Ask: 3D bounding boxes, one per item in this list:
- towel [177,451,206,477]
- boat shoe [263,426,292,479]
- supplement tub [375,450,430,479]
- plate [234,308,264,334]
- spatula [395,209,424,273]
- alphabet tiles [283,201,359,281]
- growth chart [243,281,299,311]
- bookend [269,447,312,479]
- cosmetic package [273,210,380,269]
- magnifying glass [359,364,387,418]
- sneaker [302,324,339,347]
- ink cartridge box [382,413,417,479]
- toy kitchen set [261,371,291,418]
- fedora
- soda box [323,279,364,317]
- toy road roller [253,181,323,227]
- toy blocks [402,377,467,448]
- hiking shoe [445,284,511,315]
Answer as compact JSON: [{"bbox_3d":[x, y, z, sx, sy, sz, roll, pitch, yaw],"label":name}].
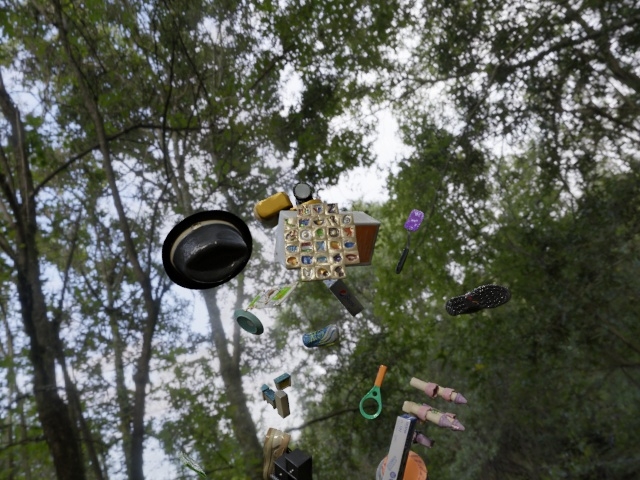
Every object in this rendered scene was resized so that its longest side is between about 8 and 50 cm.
[{"bbox_3d":[-0.543,0.948,1.979,0.113,0.023,0.152,41,-23,-19],"label":"towel"},{"bbox_3d":[-0.173,0.918,1.950,0.110,0.121,0.340,8,-53,8],"label":"boat shoe"},{"bbox_3d":[0.294,0.914,1.708,0.194,0.193,0.315,-14,-50,-17],"label":"supplement tub"},{"bbox_3d":[-0.378,0.432,2.433,0.024,0.188,0.188,-50,-6,-42],"label":"plate"},{"bbox_3d":[0.385,0.010,2.056,0.030,0.084,0.296,10,-80,-35],"label":"spatula"},{"bbox_3d":[0.000,0.000,1.848,0.286,0.342,0.011,-4,-28,-2],"label":"alphabet tiles"},{"bbox_3d":[-0.208,0.241,2.020,0.237,0.021,0.172,-15,26,39],"label":"growth chart"},{"bbox_3d":[-0.107,0.809,1.668,0.072,0.156,0.157,-20,-62,-43],"label":"bookend"},{"bbox_3d":[0.032,-0.006,2.139,0.454,0.161,0.229,-2,-67,-30],"label":"cosmetic package"},{"bbox_3d":[0.238,0.654,2.017,0.092,0.230,0.026,18,-22,12],"label":"magnifying glass"},{"bbox_3d":[-0.006,0.439,2.071,0.126,0.091,0.240,-6,-22,-25],"label":"sneaker"},{"bbox_3d":[0.250,0.659,1.468,0.046,0.206,0.097,11,-9,27],"label":"ink cartridge box"},{"bbox_3d":[-0.173,0.710,2.221,0.166,0.207,0.122,-21,-64,-33],"label":"toy kitchen set"},{"bbox_3d":[-0.377,0.054,1.641,0.334,0.152,0.333,-11,-67,-26],"label":"fedora"},{"bbox_3d":[0.137,0.318,2.731,0.091,0.098,0.286,-40,-61,-4],"label":"soda box"},{"bbox_3d":[-0.137,-0.113,2.270,0.330,0.240,0.202,-24,-14,-4],"label":"toy road roller"},{"bbox_3d":[0.535,0.818,2.113,0.289,0.260,0.308,32,-104,-49],"label":"toy blocks"},{"bbox_3d":[0.560,0.211,1.663,0.227,0.086,0.114,-16,-13,17],"label":"hiking shoe"}]
